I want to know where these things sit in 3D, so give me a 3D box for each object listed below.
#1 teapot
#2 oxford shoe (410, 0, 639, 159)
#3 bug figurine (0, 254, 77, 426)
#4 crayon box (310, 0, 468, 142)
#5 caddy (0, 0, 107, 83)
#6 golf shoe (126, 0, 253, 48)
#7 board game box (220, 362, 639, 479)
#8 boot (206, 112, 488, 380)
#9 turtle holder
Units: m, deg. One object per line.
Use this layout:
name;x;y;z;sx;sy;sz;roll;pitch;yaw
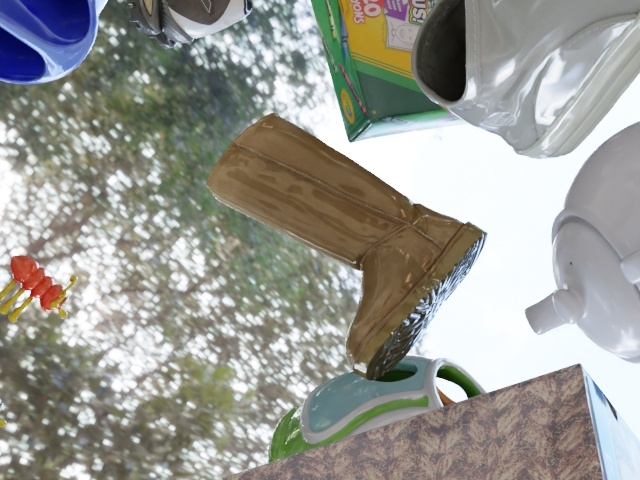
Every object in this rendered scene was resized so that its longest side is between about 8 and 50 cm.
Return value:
teapot;0.291;0.019;1.039;0.187;0.256;0.252;-26;-143;-13
oxford shoe;0.156;-0.201;0.648;0.130;0.449;0.169;15;-123;-7
bug figurine;-0.414;0.082;1.405;0.072;0.216;0.279;-30;-155;35
crayon box;0.084;-0.262;1.357;0.165;0.081;0.278;-11;-102;-20
caddy;-0.409;-0.349;1.431;0.241;0.341;0.179;-33;-159;33
golf shoe;-0.089;-0.239;0.842;0.094;0.077;0.198;-5;-92;16
board game box;0.111;0.233;0.697;0.232;0.291;0.141;-21;-135;22
boot;0.000;0.000;1.168;0.270;0.089;0.236;29;-138;17
turtle holder;0.063;0.242;1.227;0.227;0.320;0.243;-42;-110;22
